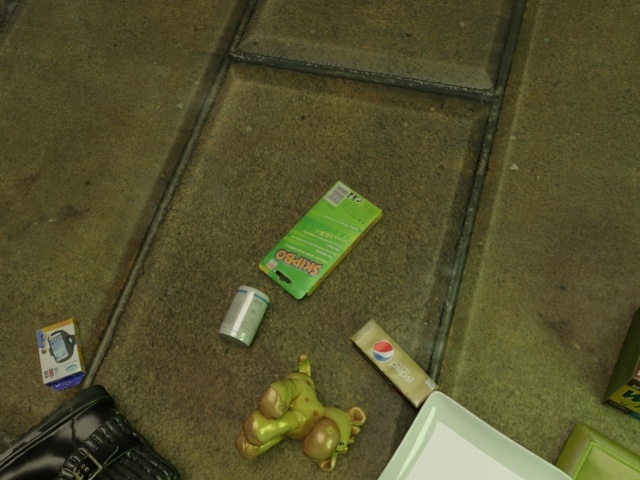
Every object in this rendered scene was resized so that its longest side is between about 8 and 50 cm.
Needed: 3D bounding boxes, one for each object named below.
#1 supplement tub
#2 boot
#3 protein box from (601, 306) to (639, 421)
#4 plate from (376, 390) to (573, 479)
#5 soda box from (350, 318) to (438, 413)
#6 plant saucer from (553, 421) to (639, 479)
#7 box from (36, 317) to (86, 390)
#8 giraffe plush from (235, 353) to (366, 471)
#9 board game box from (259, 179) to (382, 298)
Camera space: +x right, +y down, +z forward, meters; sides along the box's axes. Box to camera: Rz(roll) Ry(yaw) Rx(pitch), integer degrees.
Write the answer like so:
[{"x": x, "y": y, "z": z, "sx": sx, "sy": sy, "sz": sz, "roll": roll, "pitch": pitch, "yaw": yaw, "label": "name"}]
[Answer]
[{"x": -0.152, "y": 0.150, "z": 1.346, "sx": 0.071, "sy": 0.071, "sz": 0.107, "roll": 18, "pitch": 69, "yaw": 16, "label": "supplement tub"}, {"x": -0.454, "y": 0.457, "z": 1.211, "sx": 0.348, "sy": 0.131, "sz": 0.260, "roll": -41, "pitch": 66, "yaw": -12, "label": "boot"}, {"x": 0.598, "y": 0.199, "z": 1.143, "sx": 0.136, "sy": 0.201, "sz": 0.200, "roll": 23, "pitch": 70, "yaw": 18, "label": "protein box"}, {"x": 0.240, "y": 0.447, "z": 1.151, "sx": 0.278, "sy": 0.045, "sz": 0.277, "roll": 31, "pitch": 80, "yaw": 20, "label": "plate"}, {"x": 0.138, "y": 0.235, "z": 1.270, "sx": 0.058, "sy": 0.061, "sz": 0.181, "roll": -40, "pitch": 66, "yaw": -11, "label": "soda box"}, {"x": 0.484, "y": 0.430, "z": 1.138, "sx": 0.188, "sy": 0.045, "sz": 0.188, "roll": 30, "pitch": 72, "yaw": 19, "label": "plant saucer"}, {"x": -0.531, "y": 0.235, "z": 1.384, "sx": 0.081, "sy": 0.028, "sz": 0.136, "roll": -20, "pitch": 62, "yaw": -2, "label": "box"}, {"x": -0.023, "y": 0.331, "z": 1.214, "sx": 0.170, "sy": 0.181, "sz": 0.210, "roll": 36, "pitch": 40, "yaw": 11, "label": "giraffe plush"}, {"x": 0.000, "y": 0.000, "z": 1.415, "sx": 0.124, "sy": 0.039, "sz": 0.259, "roll": 37, "pitch": 72, "yaw": 22, "label": "board game box"}]
